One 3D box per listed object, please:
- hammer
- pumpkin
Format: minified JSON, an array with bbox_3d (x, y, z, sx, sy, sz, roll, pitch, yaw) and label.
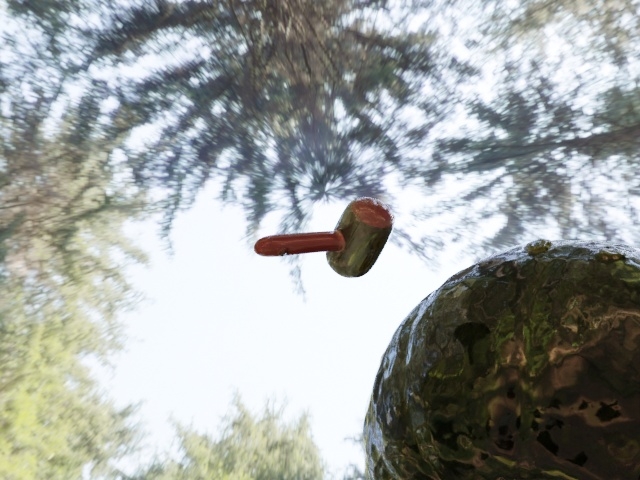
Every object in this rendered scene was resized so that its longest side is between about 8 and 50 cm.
[{"bbox_3d":[0.000,0.000,0.584,0.083,0.031,0.052,-4,-45,-31],"label":"hammer"},{"bbox_3d":[0.163,0.145,0.652,0.300,0.207,0.300,19,-49,23],"label":"pumpkin"}]
